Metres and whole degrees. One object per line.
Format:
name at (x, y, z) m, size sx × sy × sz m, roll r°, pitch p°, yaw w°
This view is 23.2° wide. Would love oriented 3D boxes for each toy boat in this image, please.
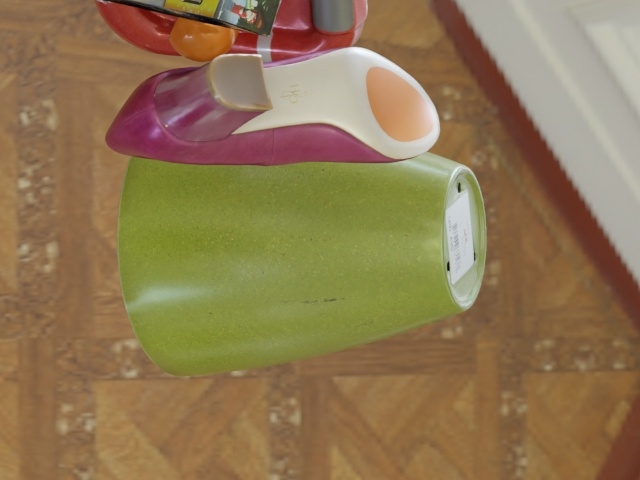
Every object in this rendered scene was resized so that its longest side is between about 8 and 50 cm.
toy boat at (-0.083, -0.200, 1.278) m, size 0.151 × 0.231 × 0.151 m, roll -63°, pitch 154°, yaw -50°

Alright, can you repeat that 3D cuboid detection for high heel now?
high heel at (-0.027, -0.079, 1.076) m, size 0.244 × 0.117 × 0.082 m, roll -5°, pitch 78°, yaw -47°

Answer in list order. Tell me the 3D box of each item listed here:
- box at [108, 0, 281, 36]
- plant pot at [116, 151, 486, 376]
box at (-0.091, -0.235, 1.075) m, size 0.044 × 0.233 × 0.159 m, roll 15°, pitch 94°, yaw -38°
plant pot at (0.000, 0.000, 1.496) m, size 0.275 × 0.293 × 0.275 m, roll 1°, pitch 90°, yaw -67°
